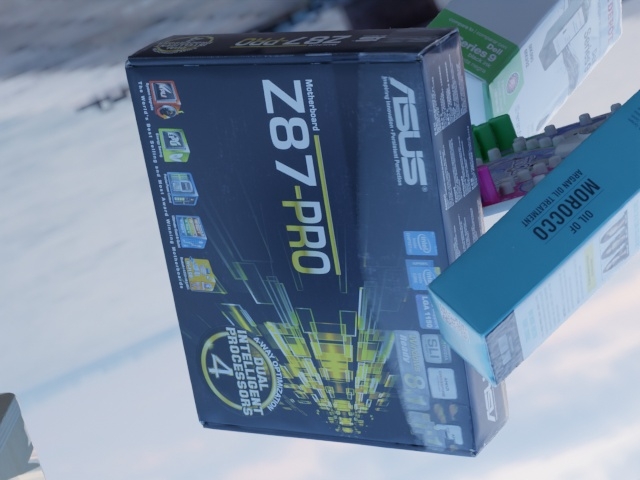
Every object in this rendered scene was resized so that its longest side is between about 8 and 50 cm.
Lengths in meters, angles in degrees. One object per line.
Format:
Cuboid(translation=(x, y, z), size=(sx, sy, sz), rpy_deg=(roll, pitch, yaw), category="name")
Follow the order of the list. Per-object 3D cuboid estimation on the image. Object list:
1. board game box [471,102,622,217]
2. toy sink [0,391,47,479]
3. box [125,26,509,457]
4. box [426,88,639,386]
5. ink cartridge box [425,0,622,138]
Cuboid(translation=(0.315, -0.125, 1.918), size=(0.390, 0.050, 0.390), rpy_deg=(-17, -170, 12), category="board game box")
Cuboid(translation=(-0.322, 0.213, 1.503), size=(0.153, 0.234, 0.131), rpy_deg=(-11, -155, 13), category="toy sink")
Cuboid(translation=(0.000, 0.000, 1.696), size=(0.318, 0.394, 0.097), rpy_deg=(2, -157, 29), category="box")
Cuboid(translation=(0.190, -0.009, 1.320), size=(0.244, 0.060, 0.100), rpy_deg=(-42, 154, -11), category="box")
Cuboid(translation=(0.253, -0.254, 2.255), size=(0.289, 0.122, 0.211), rpy_deg=(-49, 152, -21), category="ink cartridge box")
